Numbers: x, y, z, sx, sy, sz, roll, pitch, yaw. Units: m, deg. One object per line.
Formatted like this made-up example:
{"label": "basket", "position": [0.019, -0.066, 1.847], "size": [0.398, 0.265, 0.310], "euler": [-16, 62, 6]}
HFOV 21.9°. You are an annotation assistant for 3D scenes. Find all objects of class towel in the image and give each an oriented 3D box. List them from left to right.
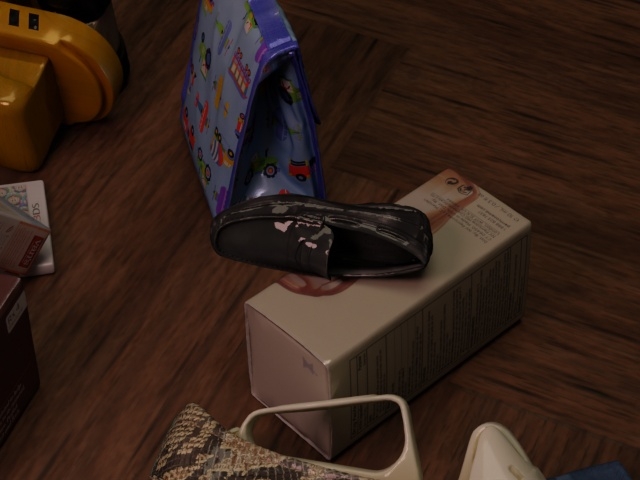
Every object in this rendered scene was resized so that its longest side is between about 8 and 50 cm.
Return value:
{"label": "towel", "position": [0.253, 0.258, 1.630], "size": [0.119, 0.029, 0.067], "euler": [-13, 47, -13]}

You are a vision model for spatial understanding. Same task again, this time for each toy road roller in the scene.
{"label": "toy road roller", "position": [-0.397, -0.227, 1.982], "size": [0.330, 0.202, 0.240], "euler": [13, 58, 10]}

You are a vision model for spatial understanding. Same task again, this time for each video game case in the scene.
{"label": "video game case", "position": [-0.388, -0.007, 1.884], "size": [0.157, 0.019, 0.143], "euler": [-8, 46, -8]}

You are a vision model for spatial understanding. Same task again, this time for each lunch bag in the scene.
{"label": "lunch bag", "position": [-0.081, -0.188, 1.876], "size": [0.138, 0.293, 0.221], "euler": [-11, 47, -12]}

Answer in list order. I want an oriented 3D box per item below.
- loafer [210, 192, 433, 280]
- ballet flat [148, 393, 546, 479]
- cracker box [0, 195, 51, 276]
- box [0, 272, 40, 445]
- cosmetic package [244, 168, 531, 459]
{"label": "loafer", "position": [0.000, 0.000, 1.639], "size": [0.223, 0.076, 0.078], "euler": [2, 32, 2]}
{"label": "ballet flat", "position": [0.076, 0.235, 1.539], "size": [0.483, 0.164, 0.182], "euler": [10, 75, 11]}
{"label": "cracker box", "position": [-0.416, -0.040, 1.754], "size": [0.156, 0.232, 0.067], "euler": [31, 94, 27]}
{"label": "box", "position": [-0.414, 0.123, 1.652], "size": [0.203, 0.167, 0.168], "euler": [15, 47, 13]}
{"label": "cosmetic package", "position": [0.073, 0.072, 1.726], "size": [0.296, 0.153, 0.129], "euler": [-33, 52, -30]}
